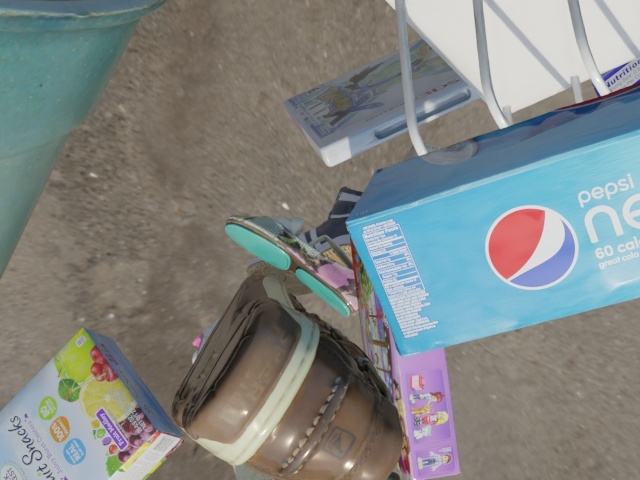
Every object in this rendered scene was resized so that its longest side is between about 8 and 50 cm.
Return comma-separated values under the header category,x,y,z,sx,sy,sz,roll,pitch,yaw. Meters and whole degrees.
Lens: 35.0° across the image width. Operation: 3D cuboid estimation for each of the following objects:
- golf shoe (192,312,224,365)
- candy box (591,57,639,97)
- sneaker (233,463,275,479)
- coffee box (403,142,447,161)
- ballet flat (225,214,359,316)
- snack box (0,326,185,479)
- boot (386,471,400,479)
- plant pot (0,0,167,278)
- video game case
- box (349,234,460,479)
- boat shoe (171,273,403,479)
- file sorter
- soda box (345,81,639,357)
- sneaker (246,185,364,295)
category,x,y,z,sx,sy,sz,roll,pitch,yaw
golf shoe,-0.112,0.184,1.476,0.140,0.306,0.115,-29,108,-2
candy box,0.432,-0.032,1.003,0.122,0.268,0.317,-36,54,35
sneaker,-0.056,0.385,1.490,0.131,0.350,0.148,-28,120,11
coffee box,0.244,-0.061,1.636,0.246,0.141,0.098,9,56,-14
ballet flat,-0.024,0.017,1.395,0.221,0.077,0.079,34,67,4
snack box,-0.287,0.236,1.174,0.207,0.070,0.174,-47,59,4
boot,0.019,0.412,1.632,0.137,0.077,0.198,34,119,-21
plant pot,-0.292,-0.060,0.543,0.341,0.341,0.334,29,117,3
video game case,0.108,-0.226,1.534,0.300,0.329,0.036,-25,112,-3
box,0.090,0.109,1.163,0.057,0.201,0.293,-7,88,-9
boat shoe,-0.016,0.081,0.516,0.095,0.257,0.095,31,89,-6
file sorter,0.212,-0.135,0.719,0.278,0.193,0.173,-22,53,30
soda box,0.122,-0.020,0.409,0.210,0.071,0.067,-16,107,20
sneaker,0.000,0.000,1.773,0.099,0.282,0.153,45,49,-31
